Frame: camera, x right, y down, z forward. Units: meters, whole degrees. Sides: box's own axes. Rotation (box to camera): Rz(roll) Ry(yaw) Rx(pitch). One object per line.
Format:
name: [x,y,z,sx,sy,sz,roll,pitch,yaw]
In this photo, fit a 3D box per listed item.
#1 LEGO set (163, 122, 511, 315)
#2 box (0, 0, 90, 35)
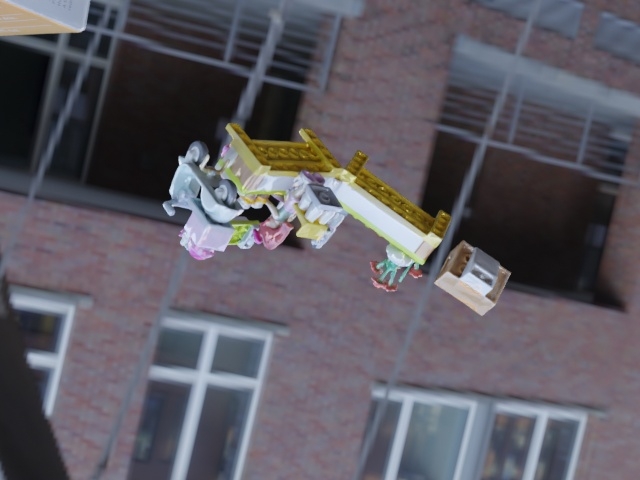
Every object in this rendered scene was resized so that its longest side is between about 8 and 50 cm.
LEGO set: [0.000,0.000,1.026,0.287,0.107,0.132,17,-147,-33]
box: [-0.379,-0.298,1.126,0.215,0.168,0.345,4,172,38]
